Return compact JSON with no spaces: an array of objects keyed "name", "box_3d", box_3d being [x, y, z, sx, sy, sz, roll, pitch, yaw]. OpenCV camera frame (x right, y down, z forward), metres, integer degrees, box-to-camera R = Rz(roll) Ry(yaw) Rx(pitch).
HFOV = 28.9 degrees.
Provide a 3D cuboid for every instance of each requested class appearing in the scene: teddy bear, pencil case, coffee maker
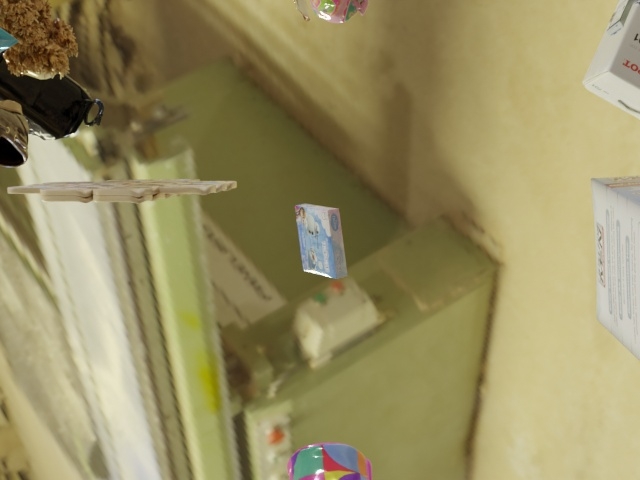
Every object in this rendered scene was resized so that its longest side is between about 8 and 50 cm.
[{"name":"teddy bear","box_3d":[-0.473,-0.371,1.782,0.338,0.113,0.245,52,-156,-7]},{"name":"pencil case","box_3d":[-0.004,-0.508,2.260,0.124,0.124,0.284,47,180,32]},{"name":"coffee maker","box_3d":[-0.449,-0.246,1.920,0.171,0.120,0.178,-13,146,32]},{"name":"pencil case","box_3d":[0.020,0.338,1.342,0.104,0.105,0.236,95,169,-55]}]

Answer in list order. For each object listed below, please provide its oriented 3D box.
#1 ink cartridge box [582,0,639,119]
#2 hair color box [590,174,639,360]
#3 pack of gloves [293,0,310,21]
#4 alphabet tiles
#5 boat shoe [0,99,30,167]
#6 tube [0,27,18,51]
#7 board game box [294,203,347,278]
[{"name":"ink cartridge box","box_3d":[0.432,-0.250,1.539,0.140,0.190,0.082,27,169,-9]},{"name":"hair color box","box_3d":[0.397,0.042,1.353,0.374,0.114,0.185,-104,9,-79]},{"name":"pack of gloves","box_3d":[-0.042,-0.358,1.221,0.195,0.046,0.232,43,-148,-73]},{"name":"alphabet tiles","box_3d":[-0.264,-0.067,1.682,0.284,0.278,0.021,-26,-64,-79]},{"name":"boat shoe","box_3d":[-0.375,-0.122,1.348,0.207,0.073,0.073,9,-111,-72]},{"name":"tube","box_3d":[-0.478,-0.287,1.542,0.207,0.080,0.052,41,-145,-43]},{"name":"board game box","box_3d":[0.000,0.000,1.612,0.090,0.020,0.090,10,110,60]}]
